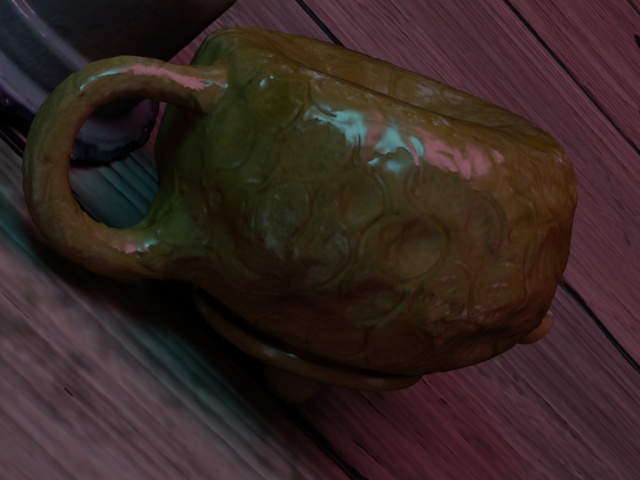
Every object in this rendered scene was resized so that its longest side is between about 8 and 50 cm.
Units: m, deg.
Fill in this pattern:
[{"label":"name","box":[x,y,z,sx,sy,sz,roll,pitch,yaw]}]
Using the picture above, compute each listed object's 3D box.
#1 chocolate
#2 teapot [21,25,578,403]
[{"label":"chocolate","box":[-0.105,-0.157,0.814,0.221,0.147,0.221,38,33,-30]},{"label":"teapot","box":[0.000,0.000,0.800,0.311,0.167,0.203,12,15,-35]}]
